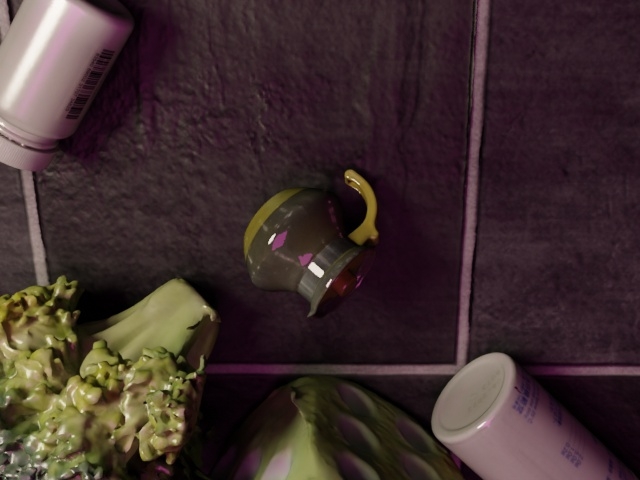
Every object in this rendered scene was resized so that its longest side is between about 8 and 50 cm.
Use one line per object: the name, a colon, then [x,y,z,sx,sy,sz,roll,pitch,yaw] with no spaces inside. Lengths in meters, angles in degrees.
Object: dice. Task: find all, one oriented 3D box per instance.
dice: [0.006,0.327,0.915,0.254,0.252,0.250,32,108,-13]

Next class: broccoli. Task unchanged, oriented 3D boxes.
broccoli: [-0.225,0.170,0.891,0.281,0.347,0.293,-44,150,-14]

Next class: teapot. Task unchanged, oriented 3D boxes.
teapot: [0.000,0.000,0.861,0.119,0.130,0.166,41,78,17]

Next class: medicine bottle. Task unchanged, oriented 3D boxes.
medicine bottle: [-0.274,-0.170,0.811,0.102,0.103,0.187,32,109,-10]
medicine bottle: [0.292,0.287,0.961,0.341,0.130,0.130,42,107,-14]
